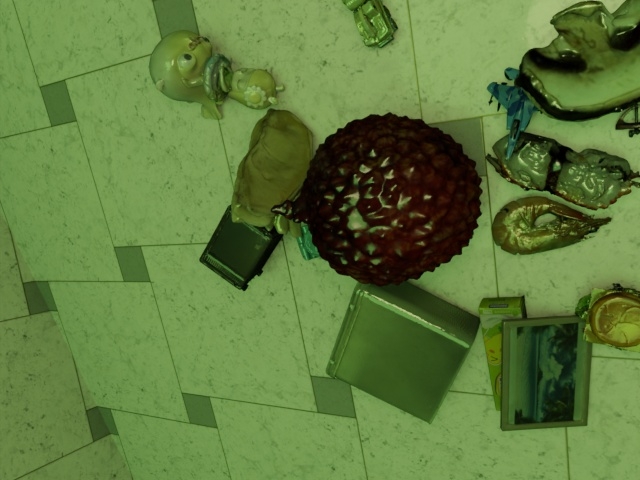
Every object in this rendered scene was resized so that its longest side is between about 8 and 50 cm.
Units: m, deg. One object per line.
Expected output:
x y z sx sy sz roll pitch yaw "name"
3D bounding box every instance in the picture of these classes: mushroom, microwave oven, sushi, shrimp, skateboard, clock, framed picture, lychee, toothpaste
0.573 -0.373 1.016 0.344 0.130 0.247 -37 82 8 "mushroom"
-0.226 -0.002 1.574 0.178 0.188 0.247 37 117 5 "microwave oven"
0.545 -0.165 1.141 0.332 0.124 0.129 26 125 20 "sushi"
0.557 -0.040 1.223 0.267 0.061 0.145 -4 96 31 "shrimp"
0.712 -0.265 1.061 0.152 0.067 0.080 -1 98 32 "skateboard"
0.000 0.000 1.535 0.147 0.045 0.108 -12 103 30 "clock"
0.584 0.345 1.297 0.232 0.024 0.314 -4 102 0 "framed picture"
0.133 -0.091 1.204 0.501 0.424 0.423 -5 107 3 "lychee"
0.513 0.309 1.358 0.110 0.077 0.327 -6 105 28 "toothpaste"

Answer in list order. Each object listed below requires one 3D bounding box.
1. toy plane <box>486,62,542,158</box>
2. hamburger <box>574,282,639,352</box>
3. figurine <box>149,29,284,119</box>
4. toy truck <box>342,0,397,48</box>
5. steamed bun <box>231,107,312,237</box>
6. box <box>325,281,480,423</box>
0.447 -0.285 1.118 0.170 0.078 0.246 12 79 22 "toy plane"
0.712 0.181 1.196 0.190 0.093 0.163 21 108 17 "hamburger"
-0.295 -0.457 1.474 0.395 0.226 0.274 15 146 11 "figurine"
0.107 -0.568 1.231 0.085 0.116 0.191 -26 95 31 "toy truck"
-0.110 -0.160 1.380 0.248 0.427 0.189 19 139 -12 "steamed bun"
0.230 0.303 1.450 0.344 0.177 0.351 26 117 16 "box"
